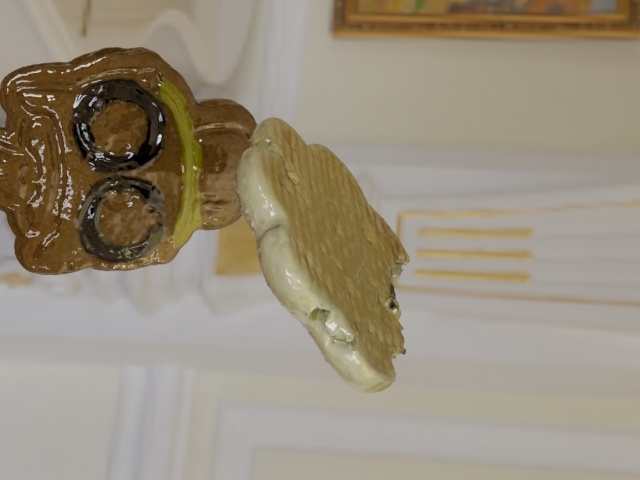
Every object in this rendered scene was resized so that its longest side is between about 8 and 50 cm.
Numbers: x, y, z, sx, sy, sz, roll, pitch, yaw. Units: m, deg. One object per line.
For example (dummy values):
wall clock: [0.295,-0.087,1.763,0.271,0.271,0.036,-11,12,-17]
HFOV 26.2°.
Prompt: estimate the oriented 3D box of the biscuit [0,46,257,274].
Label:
biscuit: [-0.193,-0.070,1.253,0.041,0.290,0.209,-143,-129,-68]

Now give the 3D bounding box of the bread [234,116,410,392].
bread: [0.000,0.000,0.988,0.182,0.039,0.251,50,19,-14]
